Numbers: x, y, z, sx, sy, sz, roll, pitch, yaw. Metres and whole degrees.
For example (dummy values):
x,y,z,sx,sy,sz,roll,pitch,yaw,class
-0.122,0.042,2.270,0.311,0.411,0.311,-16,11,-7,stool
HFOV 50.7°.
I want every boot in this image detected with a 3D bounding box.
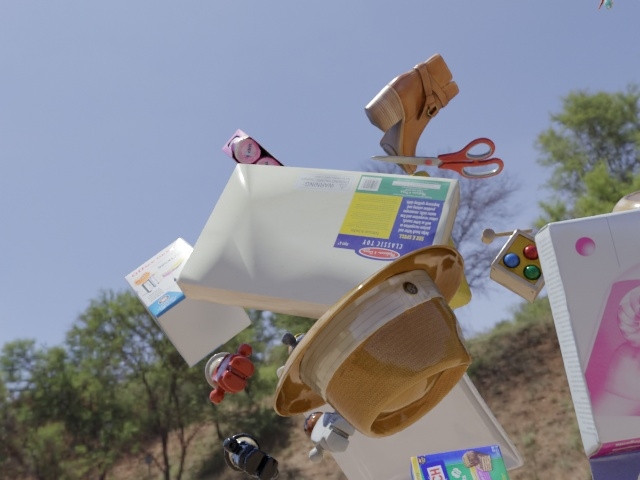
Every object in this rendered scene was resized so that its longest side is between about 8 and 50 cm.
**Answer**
x,y,z,sx,sy,sz,roll,pitch,yaw,class
0.241,-0.302,1.650,0.220,0.109,0.283,-39,-46,-3,boot

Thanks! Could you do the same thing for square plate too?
x,y,z,sx,sy,sz,roll,pitch,yaw,class
0.141,0.314,1.254,0.347,0.344,0.049,-29,9,30,square plate

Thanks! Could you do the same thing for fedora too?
x,y,z,sx,sy,sz,roll,pitch,yaw,class
0.058,0.091,0.516,0.194,0.079,0.194,-33,-27,-20,fedora

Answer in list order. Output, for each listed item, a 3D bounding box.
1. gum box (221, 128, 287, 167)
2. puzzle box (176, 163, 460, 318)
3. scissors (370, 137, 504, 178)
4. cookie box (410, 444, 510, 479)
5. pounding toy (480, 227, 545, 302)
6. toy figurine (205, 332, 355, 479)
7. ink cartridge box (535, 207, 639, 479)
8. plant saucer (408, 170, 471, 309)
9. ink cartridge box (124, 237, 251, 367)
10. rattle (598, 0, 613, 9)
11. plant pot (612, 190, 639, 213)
x,y,z,sx,sy,sz,roll,pitch,yaw,class
-0.121,-0.157,1.451,0.188,0.107,0.062,39,-90,-25,gum box
0.000,0.000,1.094,0.409,0.272,0.052,7,-37,22,puzzle box
0.271,-0.175,1.575,0.297,0.021,0.109,-8,-48,19,scissors
0.165,0.292,0.782,0.107,0.092,0.040,-8,-44,0,cookie box
0.502,0.021,1.728,0.181,0.206,0.094,-51,-24,-16,pounding toy
-0.065,0.255,1.063,0.209,0.213,0.148,-15,-4,-21,toy figurine
0.431,0.116,0.722,0.324,0.330,0.071,-10,-13,2,ink cartridge box
0.136,0.038,1.559,0.333,0.332,0.081,-23,-16,22,plant saucer
-0.307,0.135,1.547,0.171,0.233,0.168,-37,-56,-16,ink cartridge box
0.561,-0.570,1.328,0.143,0.199,0.130,-33,-36,25,rattle
0.672,-0.079,1.267,0.236,0.032,0.236,-11,7,1,plant pot
